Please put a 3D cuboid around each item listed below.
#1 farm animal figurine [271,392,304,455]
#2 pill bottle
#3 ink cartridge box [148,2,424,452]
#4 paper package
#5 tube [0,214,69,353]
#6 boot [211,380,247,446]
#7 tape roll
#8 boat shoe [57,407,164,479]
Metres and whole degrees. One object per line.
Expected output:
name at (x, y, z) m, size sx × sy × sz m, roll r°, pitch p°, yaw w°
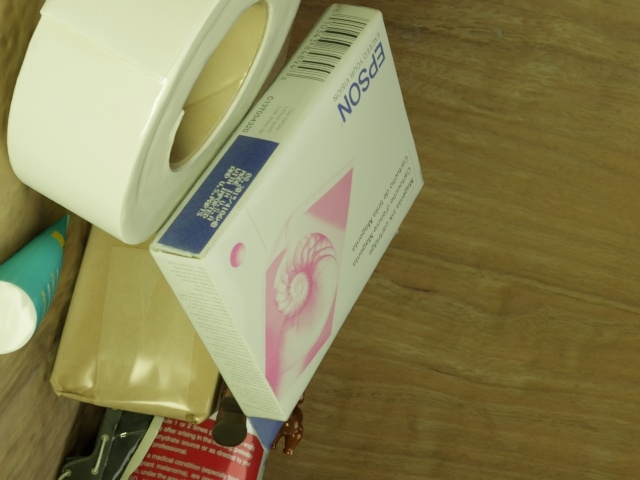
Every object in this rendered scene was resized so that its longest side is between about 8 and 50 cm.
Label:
farm animal figurine at (-0.180, 0.229, 1.788) m, size 0.327 × 0.330 × 0.172 m, roll 13°, pitch 94°, yaw -61°
pill bottle at (-0.194, 0.319, 1.387) m, size 0.229 × 0.229 × 0.407 m, roll 102°, pitch 2°, yaw -70°
ink cartridge box at (0.000, 0.000, 1.030) m, size 0.324 × 0.071 × 0.330 m, roll -58°, pitch 145°, yaw -30°
paper package at (-0.157, 0.026, 1.187) m, size 0.309 × 0.168 × 0.325 m, roll 105°, pitch -2°, yaw -83°
tube at (-0.227, 0.034, 0.822) m, size 0.207 × 0.052 × 0.080 m, roll -106°, pitch -141°, yaw -78°
boot at (-0.086, 0.150, 1.129) m, size 0.106 × 0.037 × 0.114 m, roll 107°, pitch -7°, yaw -45°
tape roll at (-0.116, -0.141, 0.810) m, size 0.286 × 0.100 × 0.286 m, roll -59°, pitch 176°, yaw -7°
boat shoe at (-0.272, 0.285, 1.229) m, size 0.233 × 0.079 × 0.084 m, roll -61°, pitch -170°, yaw -25°
